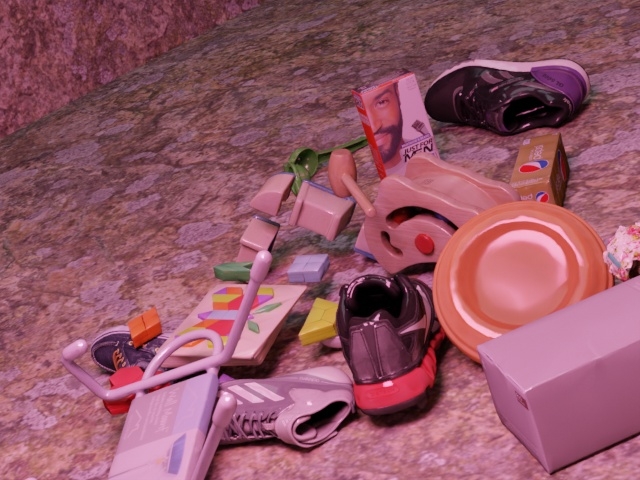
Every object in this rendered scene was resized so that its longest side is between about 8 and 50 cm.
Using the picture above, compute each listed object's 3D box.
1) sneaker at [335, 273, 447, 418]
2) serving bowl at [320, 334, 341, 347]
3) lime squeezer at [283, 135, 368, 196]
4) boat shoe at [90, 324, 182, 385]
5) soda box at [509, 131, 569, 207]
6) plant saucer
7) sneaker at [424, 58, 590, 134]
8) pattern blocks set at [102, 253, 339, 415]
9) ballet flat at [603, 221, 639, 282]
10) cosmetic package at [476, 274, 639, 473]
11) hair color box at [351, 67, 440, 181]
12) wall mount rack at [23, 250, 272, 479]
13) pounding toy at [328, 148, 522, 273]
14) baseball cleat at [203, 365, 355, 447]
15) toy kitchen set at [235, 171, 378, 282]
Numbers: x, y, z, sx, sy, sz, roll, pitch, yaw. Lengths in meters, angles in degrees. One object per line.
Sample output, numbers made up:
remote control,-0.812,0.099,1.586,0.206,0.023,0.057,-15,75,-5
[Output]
sneaker,0.081,0.084,1.499,0.098,0.135,0.276,-15,16,16
serving bowl,0.034,0.107,1.634,0.083,0.027,0.083,-18,23,8
lime squeezer,-0.011,-0.105,2.196,0.110,0.058,0.310,17,29,9
boat shoe,-0.241,0.155,1.706,0.183,0.065,0.083,-3,25,35
soda box,0.301,-0.084,1.829,0.058,0.061,0.181,-11,22,21
plant saucer,0.217,0.043,1.452,0.200,0.037,0.200,-7,63,14
sneaker,0.280,-0.224,2.147,0.283,0.107,0.124,-5,31,34
pattern blocks set,-0.111,0.103,1.651,0.285,0.026,0.325,-7,26,13
ballet flat,0.417,0.026,1.387,0.241,0.091,0.077,-2,24,7
cosmetic package,0.287,0.116,1.293,0.238,0.107,0.127,-25,21,-5
hair color box,0.119,-0.168,2.048,0.093,0.167,0.053,-23,21,-9
wall mount rack,-0.159,0.170,1.372,0.304,0.130,0.350,-23,34,26
pounding toy,0.118,-0.007,1.692,0.269,0.154,0.155,24,44,30
baseball cleat,-0.063,0.190,1.455,0.206,0.072,0.109,-19,21,4
toy kitchen set,0.000,0.000,1.891,0.207,0.166,0.122,23,31,5
